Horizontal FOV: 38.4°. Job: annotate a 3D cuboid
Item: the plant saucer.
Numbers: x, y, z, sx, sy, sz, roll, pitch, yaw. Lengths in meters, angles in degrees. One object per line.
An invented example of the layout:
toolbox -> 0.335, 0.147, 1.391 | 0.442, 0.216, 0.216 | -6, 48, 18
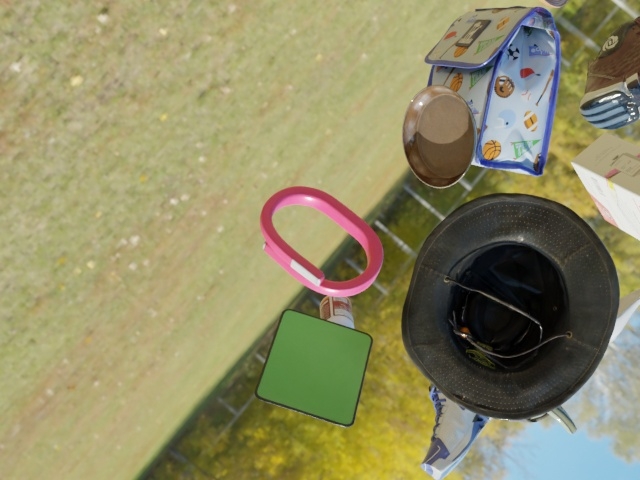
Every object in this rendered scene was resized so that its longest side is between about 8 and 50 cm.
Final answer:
plant saucer -> 0.201, -0.171, 1.511 | 0.029, 0.168, 0.168 | -9, 151, -36

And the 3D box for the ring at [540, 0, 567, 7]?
ring -> 0.437, -0.644, 1.917 | 0.032, 0.337, 0.336 | -14, -159, 37

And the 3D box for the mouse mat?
mouse mat -> -0.006, 0.188, 1.389 | 0.190, 0.152, 0.007 | -71, 179, -49

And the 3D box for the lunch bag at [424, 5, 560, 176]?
lunch bag -> 0.407, -0.374, 2.237 | 0.328, 0.238, 0.386 | -152, -108, -64

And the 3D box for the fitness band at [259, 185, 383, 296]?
fitness band -> 0.000, 0.000, 1.988 | 0.209, 0.291, 0.054 | -39, 161, -36

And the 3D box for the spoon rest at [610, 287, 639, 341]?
spoon rest -> 0.594, 0.144, 1.793 | 0.276, 0.084, 0.137 | -13, -177, 2

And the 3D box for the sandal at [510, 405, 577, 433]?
sandal -> 0.377, 0.311, 1.853 | 0.086, 0.302, 0.120 | -62, -176, 10

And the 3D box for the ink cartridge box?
ink cartridge box -> 0.417, -0.052, 1.163 | 0.067, 0.115, 0.198 | -39, -151, 0

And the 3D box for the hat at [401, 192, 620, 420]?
hat -> 0.284, 0.092, 1.380 | 0.331, 0.331, 0.134 | -50, 173, 12

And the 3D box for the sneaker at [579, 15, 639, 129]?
sneaker -> 0.504, -0.278, 1.321 | 0.281, 0.106, 0.163 | -17, -131, 33

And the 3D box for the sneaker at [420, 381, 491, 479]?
sneaker -> 0.321, 0.427, 2.278 | 0.315, 0.182, 0.127 | -46, 162, -24

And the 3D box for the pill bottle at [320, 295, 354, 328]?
pill bottle -> 0.043, 0.212, 2.373 | 0.086, 0.086, 0.152 | -51, -159, 25
